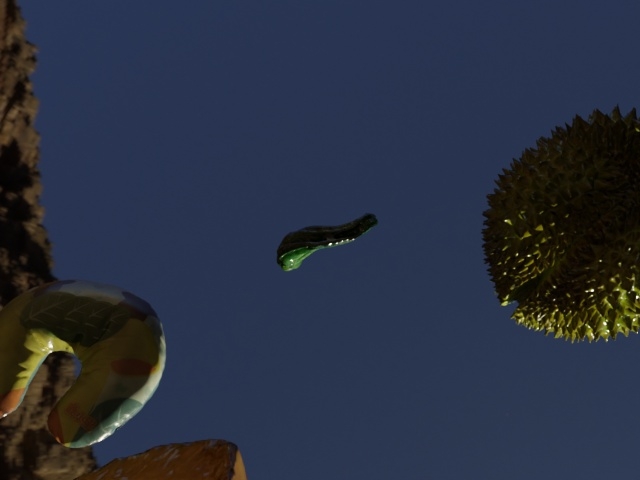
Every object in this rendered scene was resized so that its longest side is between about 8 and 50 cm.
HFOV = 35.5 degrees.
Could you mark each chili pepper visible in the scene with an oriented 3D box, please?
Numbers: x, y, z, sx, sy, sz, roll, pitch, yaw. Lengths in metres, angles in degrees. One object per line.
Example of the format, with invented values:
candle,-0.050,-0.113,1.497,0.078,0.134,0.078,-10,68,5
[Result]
chili pepper,-0.004,-0.001,0.964,0.118,0.055,0.035,-26,-90,33

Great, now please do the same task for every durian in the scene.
durian,0.210,-0.017,0.799,0.159,0.146,0.198,14,-64,19

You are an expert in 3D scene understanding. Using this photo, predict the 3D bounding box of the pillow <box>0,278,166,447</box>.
pillow,-0.303,0.144,1.213,0.233,0.086,0.214,16,-121,12

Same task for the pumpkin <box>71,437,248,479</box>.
pumpkin,-0.058,0.220,0.564,0.280,0.190,0.139,0,-64,41
